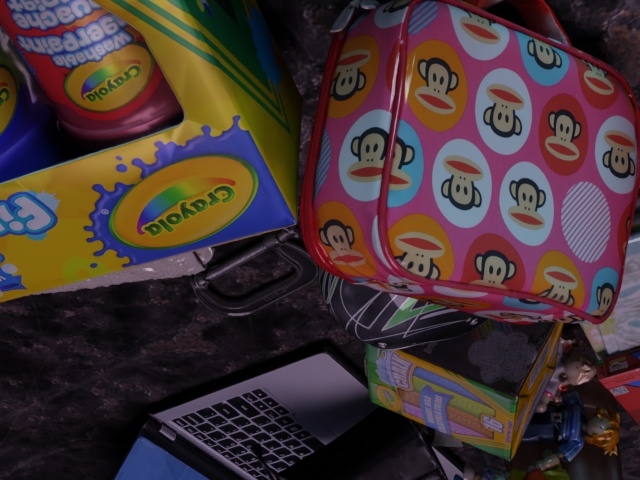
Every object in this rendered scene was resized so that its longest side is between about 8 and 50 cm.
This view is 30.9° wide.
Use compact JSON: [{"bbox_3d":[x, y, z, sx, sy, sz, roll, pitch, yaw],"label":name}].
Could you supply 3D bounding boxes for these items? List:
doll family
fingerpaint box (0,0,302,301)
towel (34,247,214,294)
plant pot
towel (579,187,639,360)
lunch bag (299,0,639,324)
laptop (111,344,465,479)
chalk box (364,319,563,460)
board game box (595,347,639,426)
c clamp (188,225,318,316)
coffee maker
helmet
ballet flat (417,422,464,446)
[{"bbox_3d":[0.247,0.230,1.291,0.163,0.263,0.118,3,150,19],"label":"doll family"},{"bbox_3d":[-0.282,-0.130,0.843,0.444,0.163,0.371,-14,132,14],"label":"fingerpaint box"},{"bbox_3d":[-0.255,-0.015,1.112,0.282,0.049,0.187,-9,140,8],"label":"towel"},{"bbox_3d":[0.296,0.272,1.408,0.167,0.165,0.167,-2,141,-2],"label":"plant pot"},{"bbox_3d":[0.429,0.020,1.169,0.374,0.090,0.320,-17,142,18],"label":"towel"},{"bbox_3d":[0.132,-0.074,0.913,0.293,0.258,0.120,16,169,-37],"label":"lunch bag"},{"bbox_3d":[-0.063,0.372,1.455,0.408,0.236,0.382,-22,138,23],"label":"laptop"},{"bbox_3d":[0.126,0.106,1.189,0.213,0.132,0.132,22,147,21],"label":"chalk box"},{"bbox_3d":[0.447,0.126,1.211,0.281,0.027,0.145,-21,141,24],"label":"board game box"},{"bbox_3d":[-0.074,0.027,1.201,0.160,0.022,0.137,-33,137,30],"label":"c clamp"},{"bbox_3d":[0.042,0.270,1.352,0.178,0.120,0.171,-34,132,-6],"label":"coffee maker"},{"bbox_3d":[0.079,0.018,1.082,0.161,0.169,0.169,-9,144,-20],"label":"helmet"},{"bbox_3d":[0.133,0.185,1.366,0.068,0.072,0.213,-5,142,10],"label":"ballet flat"}]
